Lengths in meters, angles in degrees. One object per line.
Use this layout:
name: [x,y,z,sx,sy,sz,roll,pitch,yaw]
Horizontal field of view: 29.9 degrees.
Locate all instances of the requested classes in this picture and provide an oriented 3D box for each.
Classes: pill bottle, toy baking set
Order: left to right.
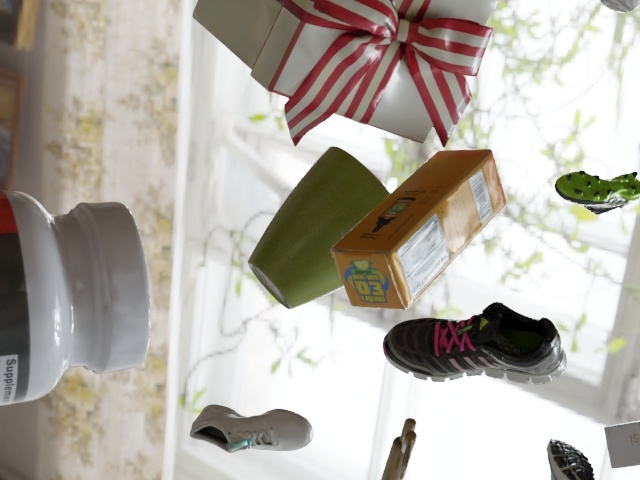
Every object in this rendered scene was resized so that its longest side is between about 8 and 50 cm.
pill bottle: [-0.361,0.060,1.138,0.362,0.210,0.210,-6,-158,-23]
toy baking set: [0.077,0.357,1.560,0.030,0.256,0.197,18,-142,7]

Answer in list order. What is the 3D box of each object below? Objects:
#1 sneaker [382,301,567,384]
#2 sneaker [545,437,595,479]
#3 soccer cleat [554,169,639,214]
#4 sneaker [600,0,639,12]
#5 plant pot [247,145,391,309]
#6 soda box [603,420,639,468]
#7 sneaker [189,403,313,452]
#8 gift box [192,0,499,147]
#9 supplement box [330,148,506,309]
sneaker: [0.141,0.089,1.090,0.170,0.075,0.063,5,-126,8]
sneaker: [0.528,0.551,2.570,0.110,0.122,0.283,19,-146,-25]
soccer cleat: [0.410,-0.066,1.787,0.178,0.072,0.060,-2,-125,-35]
sneaker: [0.376,-0.405,1.606,0.153,0.094,0.235,-43,-138,-13]
plant pot: [0.000,0.000,2.510,0.293,0.275,0.275,-41,-146,-11]
soda box: [0.585,0.326,1.975,0.216,0.074,0.069,-16,167,32]
sneaker: [-0.120,0.334,2.041,0.212,0.080,0.094,2,-165,17]
gift box: [0.037,-0.247,1.322,0.255,0.276,0.258,9,-158,-35]
supplement box: [0.112,-0.016,1.304,0.078,0.080,0.233,3,-150,40]
